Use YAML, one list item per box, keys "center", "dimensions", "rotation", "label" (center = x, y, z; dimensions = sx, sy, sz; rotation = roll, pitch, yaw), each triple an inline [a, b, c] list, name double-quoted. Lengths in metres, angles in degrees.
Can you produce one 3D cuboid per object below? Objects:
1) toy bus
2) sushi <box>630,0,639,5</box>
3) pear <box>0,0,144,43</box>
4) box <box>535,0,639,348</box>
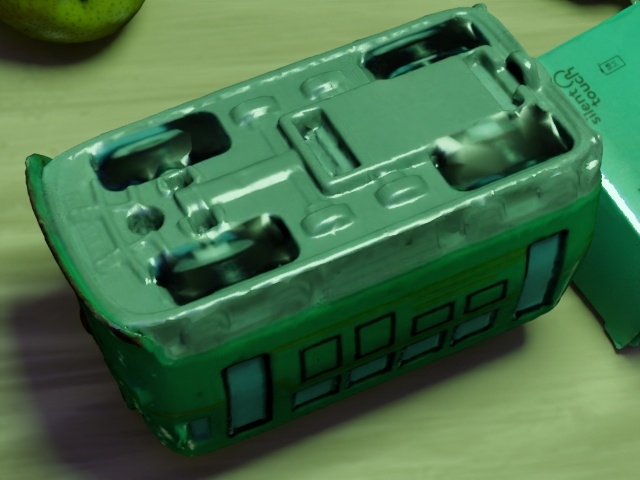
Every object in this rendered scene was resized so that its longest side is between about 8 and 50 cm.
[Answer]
- center: [0.000, 0.000, 0.957]
  dimensions: [0.344, 0.199, 0.183]
  rotation: [-20, 51, -14]
  label: "toy bus"
- center: [0.190, -0.284, 1.158]
  dimensions: [0.273, 0.134, 0.109]
  rotation: [19, 34, 12]
  label: "sushi"
- center: [-0.187, -0.200, 1.079]
  dimensions: [0.141, 0.104, 0.141]
  rotation: [-9, 55, 13]
  label: "pear"
- center: [0.299, -0.088, 1.080]
  dimensions: [0.311, 0.118, 0.205]
  rotation: [-29, 71, -18]
  label: "box"
